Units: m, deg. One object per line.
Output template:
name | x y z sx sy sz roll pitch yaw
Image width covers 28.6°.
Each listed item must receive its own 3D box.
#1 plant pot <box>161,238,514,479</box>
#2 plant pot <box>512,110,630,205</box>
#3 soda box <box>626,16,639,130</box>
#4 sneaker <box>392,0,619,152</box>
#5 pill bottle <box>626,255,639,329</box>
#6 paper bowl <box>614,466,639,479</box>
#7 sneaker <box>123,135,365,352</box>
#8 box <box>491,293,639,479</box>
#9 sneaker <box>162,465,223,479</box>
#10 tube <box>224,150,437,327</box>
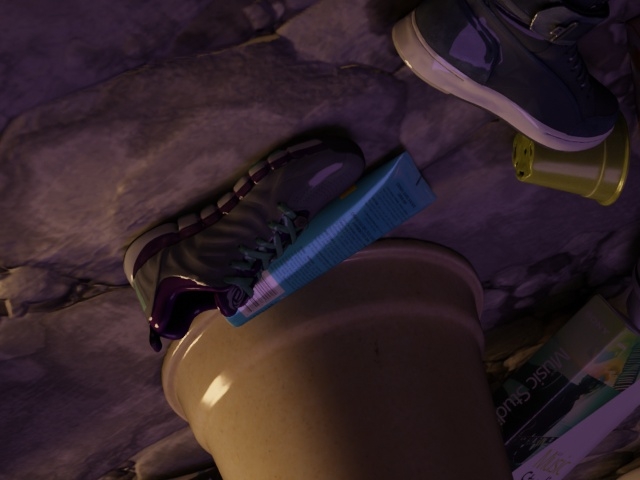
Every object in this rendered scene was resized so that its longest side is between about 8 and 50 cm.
plant pot | 0.046 0.219 1.171 0.334 0.305 0.334 -13 146 -9
plant pot | 0.206 -0.072 1.054 0.079 0.083 0.083 3 142 -10
soda box | 0.300 -0.118 1.045 0.063 0.058 0.183 -23 147 5
sneaker | 0.186 -0.153 0.911 0.226 0.086 0.163 16 135 -40
pill bottle | 0.369 0.025 1.251 0.094 0.094 0.169 -7 145 -19
paper bowl | 0.521 0.396 1.786 0.284 0.148 0.284 -9 154 -4
sneaker | -0.051 0.007 1.004 0.224 0.098 0.083 -31 145 16
box | 0.240 0.211 1.386 0.322 0.058 0.232 -48 149 10
sneaker | -0.154 0.304 1.405 0.237 0.085 0.086 -8 171 -24
tube | 0.000 0.000 1.072 0.207 0.052 0.080 -32 149 7
